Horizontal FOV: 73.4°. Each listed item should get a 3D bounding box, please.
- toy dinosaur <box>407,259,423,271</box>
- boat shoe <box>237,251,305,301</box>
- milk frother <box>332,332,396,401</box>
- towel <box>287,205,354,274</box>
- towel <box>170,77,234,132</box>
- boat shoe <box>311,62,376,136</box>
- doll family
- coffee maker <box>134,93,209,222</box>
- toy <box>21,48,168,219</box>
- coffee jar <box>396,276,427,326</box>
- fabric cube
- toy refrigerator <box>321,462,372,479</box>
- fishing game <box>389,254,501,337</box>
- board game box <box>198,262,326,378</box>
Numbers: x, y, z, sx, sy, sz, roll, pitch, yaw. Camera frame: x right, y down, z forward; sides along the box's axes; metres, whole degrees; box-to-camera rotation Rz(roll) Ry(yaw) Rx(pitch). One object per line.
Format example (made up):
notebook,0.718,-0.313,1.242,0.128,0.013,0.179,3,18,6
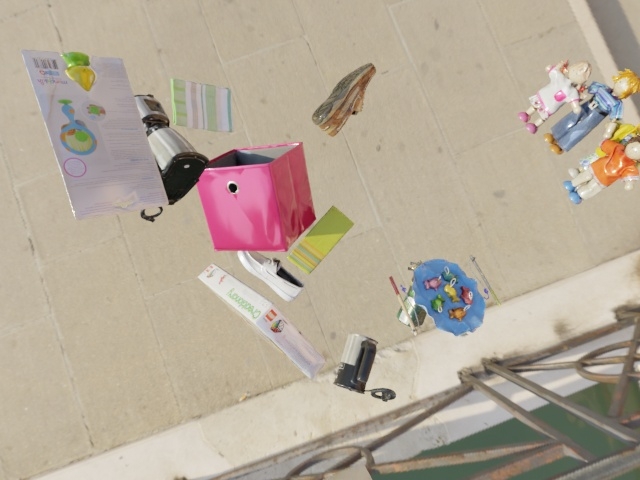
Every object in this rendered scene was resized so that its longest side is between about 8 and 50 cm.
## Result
toy dinosaur,0.325,0.097,1.287,0.093,0.183,0.053,16,101,-34
boat shoe,-0.164,0.098,1.473,0.258,0.095,0.084,40,116,-11
milk frother,0.125,0.323,1.088,0.143,0.129,0.134,29,68,-27
towel,0.000,0.000,1.443,0.102,0.021,0.237,39,98,-17
towel,-0.277,-0.320,1.022,0.152,0.023,0.113,-5,88,-42
boat shoe,0.102,-0.529,1.630,0.324,0.122,0.120,-50,118,-9
doll family,0.479,-0.196,0.735,0.118,0.163,0.263,-4,62,-31
coffee maker,-0.333,-0.163,0.827,0.171,0.120,0.178,-41,73,-2
toy,-0.327,-0.150,0.627,0.056,0.137,0.237,-13,93,44
coffee jar,0.332,0.197,1.456,0.096,0.079,0.184,2,114,-40
fabric cube,-0.188,-0.133,1.295,0.254,0.259,0.258,0,115,21
toy refrigerator,-0.005,0.619,0.993,0.270,0.102,0.094,-5,41,-31
fishing game,0.287,0.119,0.944,0.264,0.041,0.189,-7,62,-26
board game box,-0.134,0.161,0.918,0.053,0.305,0.193,-47,122,-17
